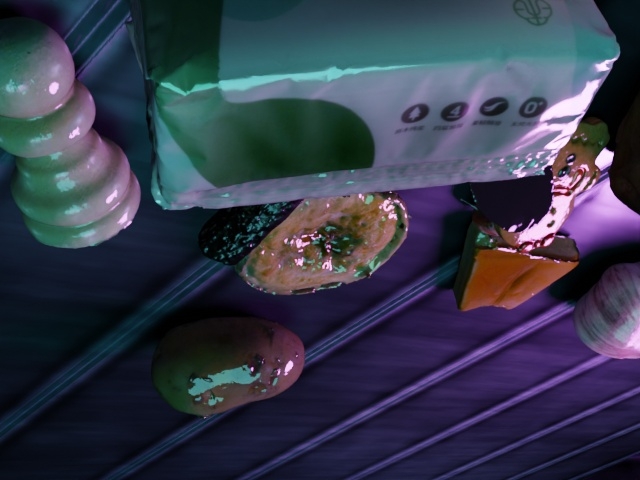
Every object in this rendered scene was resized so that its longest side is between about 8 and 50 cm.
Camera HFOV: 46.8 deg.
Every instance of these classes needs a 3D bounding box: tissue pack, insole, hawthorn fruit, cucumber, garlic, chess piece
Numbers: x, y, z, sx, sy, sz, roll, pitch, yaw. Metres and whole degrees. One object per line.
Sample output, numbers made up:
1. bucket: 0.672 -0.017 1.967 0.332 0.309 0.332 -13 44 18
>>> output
1. tissue pack: 0.017 -0.180 0.630 0.356 0.266 0.194 -7 147 -13
2. insole: 0.217 -0.122 0.953 0.119 0.009 0.348 -38 129 11
3. hawthorn fruit: 0.252 -0.043 1.111 0.103 0.067 0.067 12 138 -33
4. cucumber: -0.042 -0.078 0.919 0.072 0.072 0.300 20 127 -41
5. garlic: 0.631 0.173 1.419 0.245 0.253 0.245 -17 154 -8
6. chess piece: -0.279 -0.115 0.758 0.133 0.133 0.243 -12 140 -5

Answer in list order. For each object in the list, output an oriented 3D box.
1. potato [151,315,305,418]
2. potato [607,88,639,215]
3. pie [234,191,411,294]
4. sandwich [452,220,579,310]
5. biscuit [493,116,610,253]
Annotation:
1. potato: -0.153 0.202 1.247 0.262 0.165 0.165 -11 148 -16
2. potato: 0.470 -0.161 0.954 0.112 0.269 0.255 -6 119 -12
3. pie: 0.000 0.000 1.084 0.274 0.055 0.274 -10 147 -7
4. sandwich: 0.297 0.057 1.279 0.245 0.063 0.212 12 140 -32
5. biscuit: 0.323 -0.075 1.053 0.166 0.036 0.226 5 123 -29
